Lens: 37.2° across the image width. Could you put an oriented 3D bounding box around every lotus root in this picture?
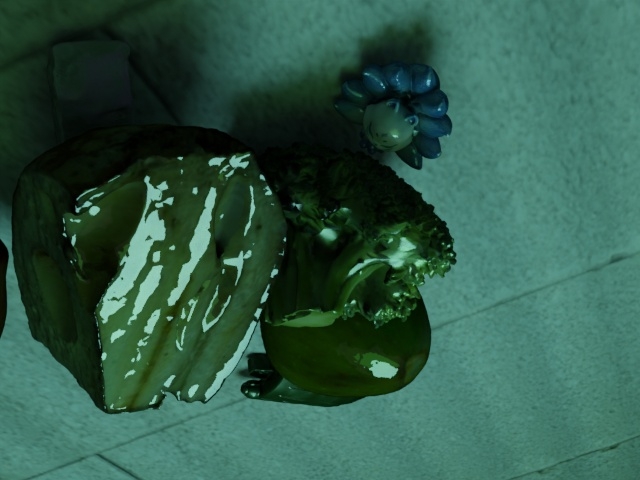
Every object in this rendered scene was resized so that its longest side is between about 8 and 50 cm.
[{"bbox_3d":[-0.152,0.014,0.799,0.210,0.142,0.314,-11,139,-35],"label":"lotus root"}]

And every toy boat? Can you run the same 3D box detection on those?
[{"bbox_3d":[-0.006,0.188,1.264,0.210,0.052,0.104,12,134,-35],"label":"toy boat"}]

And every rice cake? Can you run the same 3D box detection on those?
[{"bbox_3d":[-0.201,-0.026,0.889,0.070,0.064,0.399,-12,145,-16],"label":"rice cake"}]

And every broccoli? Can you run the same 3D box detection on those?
[{"bbox_3d":[-0.001,-0.003,0.899,0.226,0.176,0.198,-14,145,-10],"label":"broccoli"}]

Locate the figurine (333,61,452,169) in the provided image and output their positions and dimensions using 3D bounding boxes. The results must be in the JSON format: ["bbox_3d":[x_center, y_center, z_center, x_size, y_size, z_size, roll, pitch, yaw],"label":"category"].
[{"bbox_3d":[0.073,-0.119,0.846,0.079,0.114,0.114,-48,162,-34],"label":"figurine"}]

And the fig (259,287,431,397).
[{"bbox_3d":[0.032,0.096,1.054,0.181,0.191,0.181,-26,131,-35],"label":"fig"}]

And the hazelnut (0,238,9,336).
[{"bbox_3d":[-0.388,0.055,0.826,0.229,0.230,0.229,-10,144,-7],"label":"hazelnut"}]
